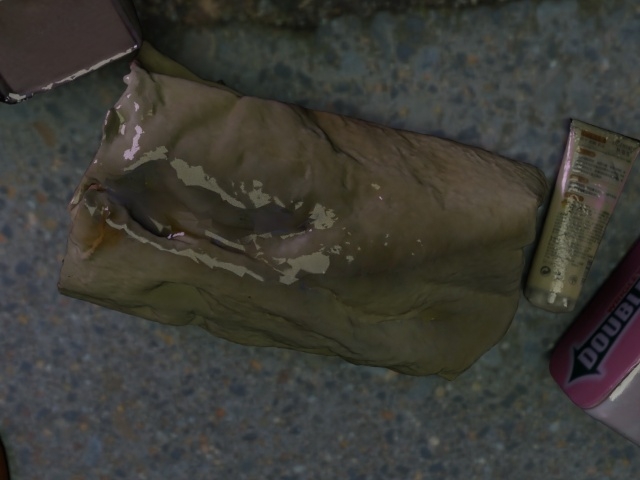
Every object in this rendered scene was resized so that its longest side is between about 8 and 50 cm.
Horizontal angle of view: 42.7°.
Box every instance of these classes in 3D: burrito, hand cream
[{"bbox_3d":[0.001,-0.003,0.559,0.331,0.135,0.190,14,96,-10],"label":"burrito"},{"bbox_3d":[0.190,-0.016,0.615,0.061,0.039,0.143,18,94,-8],"label":"hand cream"}]

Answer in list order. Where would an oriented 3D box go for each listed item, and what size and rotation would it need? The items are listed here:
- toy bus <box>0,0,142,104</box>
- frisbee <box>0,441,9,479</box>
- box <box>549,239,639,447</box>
[{"bbox_3d":[-0.207,-0.236,0.431,0.112,0.138,0.317,-21,131,0],"label":"toy bus"},{"bbox_3d":[-0.374,0.190,0.645,0.250,0.021,0.251,-1,103,-2],"label":"frisbee"},{"bbox_3d":[0.379,0.135,0.620,0.369,0.112,0.190,32,102,-9],"label":"box"}]
